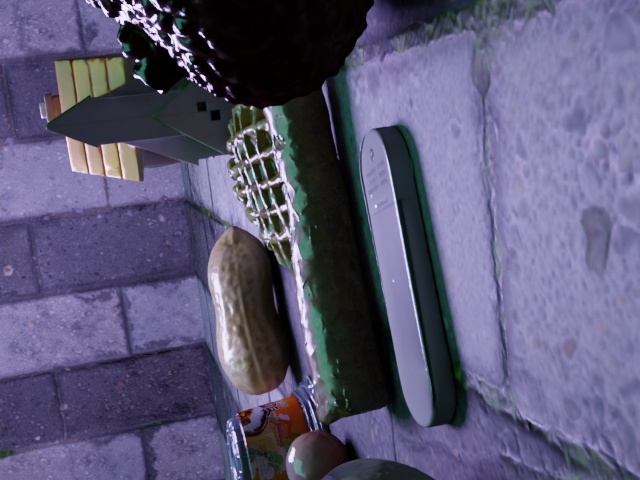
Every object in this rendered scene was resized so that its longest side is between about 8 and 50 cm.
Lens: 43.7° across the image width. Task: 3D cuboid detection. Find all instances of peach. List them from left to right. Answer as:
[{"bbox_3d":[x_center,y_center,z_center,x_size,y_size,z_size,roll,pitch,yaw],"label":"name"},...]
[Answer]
[{"bbox_3d":[-0.001,0.270,0.959,0.083,0.083,0.083,171,90,-76],"label":"peach"}]

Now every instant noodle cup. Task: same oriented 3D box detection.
[{"bbox_3d":[-0.062,0.297,1.114,0.177,0.125,0.208,-173,75,-76],"label":"instant noodle cup"}]

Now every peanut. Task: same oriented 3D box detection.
[{"bbox_3d":[-0.113,0.108,1.258,0.125,0.111,0.275,75,-175,-72],"label":"peanut"}]

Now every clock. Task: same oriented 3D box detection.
[{"bbox_3d":[-0.228,-0.179,1.107,0.235,0.309,0.166,-137,42,-69],"label":"clock"}]

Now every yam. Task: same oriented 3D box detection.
[{"bbox_3d":[0.000,0.000,0.791,0.081,0.081,0.357,145,114,-75],"label":"yam"}]

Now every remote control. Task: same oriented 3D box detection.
[{"bbox_3d":[0.069,0.027,0.645,0.077,0.022,0.245,147,114,-72],"label":"remote control"}]

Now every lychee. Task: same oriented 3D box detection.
[{"bbox_3d":[-0.067,-0.229,0.592,0.260,0.260,0.261,171,90,-76],"label":"lychee"}]

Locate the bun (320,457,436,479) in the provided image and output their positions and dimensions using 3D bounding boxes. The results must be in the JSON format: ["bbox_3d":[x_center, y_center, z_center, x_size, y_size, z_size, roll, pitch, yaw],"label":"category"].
[{"bbox_3d":[0.060,0.303,0.572,0.283,0.179,0.283,-168,90,-81],"label":"bun"}]

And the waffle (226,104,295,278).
[{"bbox_3d":[-0.054,-0.076,0.951,0.214,0.054,0.208,49,148,36],"label":"waffle"}]
